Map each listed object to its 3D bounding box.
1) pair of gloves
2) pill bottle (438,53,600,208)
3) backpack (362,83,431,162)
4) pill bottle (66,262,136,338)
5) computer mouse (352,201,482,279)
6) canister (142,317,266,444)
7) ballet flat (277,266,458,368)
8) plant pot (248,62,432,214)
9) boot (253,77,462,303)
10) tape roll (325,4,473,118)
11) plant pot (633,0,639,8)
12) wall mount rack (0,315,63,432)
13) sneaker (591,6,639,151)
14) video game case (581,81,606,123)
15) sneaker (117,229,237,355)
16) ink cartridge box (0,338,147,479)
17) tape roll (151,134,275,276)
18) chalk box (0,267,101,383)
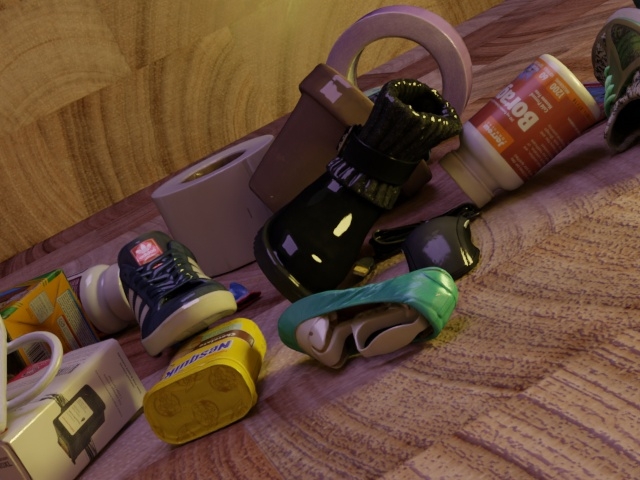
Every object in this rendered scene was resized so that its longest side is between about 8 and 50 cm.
[{"bbox_3d":[-0.189,0.117,1.734,0.198,0.023,0.159,-33,14,-28],"label":"pair of gloves"},{"bbox_3d":[0.275,-0.149,1.597,0.216,0.121,0.121,-42,11,7],"label":"pill bottle"},{"bbox_3d":[0.084,-0.184,2.061,0.188,0.165,0.144,-25,12,-7],"label":"backpack"},{"bbox_3d":[-0.395,0.110,1.930,0.221,0.121,0.121,-19,15,26],"label":"pill bottle"},{"bbox_3d":[0.117,0.006,1.496,0.184,0.060,0.262,-22,13,15],"label":"computer mouse"},{"bbox_3d":[-0.131,0.161,1.342,0.126,0.073,0.170,-25,12,10],"label":"canister"},{"bbox_3d":[0.038,0.096,1.267,0.247,0.083,0.087,-20,29,34],"label":"ballet flat"},{"bbox_3d":[0.013,-0.117,1.851,0.229,0.263,0.263,-46,14,1],"label":"plant pot"},{"bbox_3d":[0.054,-0.075,1.528,0.260,0.131,0.348,-45,9,28],"label":"boot"},{"bbox_3d":[0.148,-0.304,2.159,0.275,0.274,0.090,-21,14,20],"label":"tape roll"},{"bbox_3d":[0.603,-0.373,1.652,0.293,0.235,0.293,-25,12,6],"label":"plant pot"},{"bbox_3d":[-0.492,0.144,1.366,0.350,0.130,0.304,-27,41,6],"label":"wall mount rack"},{"bbox_3d":[0.440,-0.211,1.576,0.182,0.158,0.410,-45,11,2],"label":"sneaker"},{"bbox_3d":[0.368,-0.187,1.844,0.285,0.025,0.204,-29,13,-12],"label":"video game case"},{"bbox_3d":[-0.208,0.059,1.511,0.131,0.148,0.350,-27,3,-15],"label":"sneaker"},{"bbox_3d":[-0.353,0.236,1.406,0.172,0.100,0.237,-19,16,31],"label":"ink cartridge box"},{"bbox_3d":[-0.158,-0.062,2.040,0.246,0.169,0.246,-24,14,6],"label":"tape roll"},{"bbox_3d":[-0.492,0.190,1.678,0.289,0.180,0.179,-18,15,25],"label":"chalk box"}]
